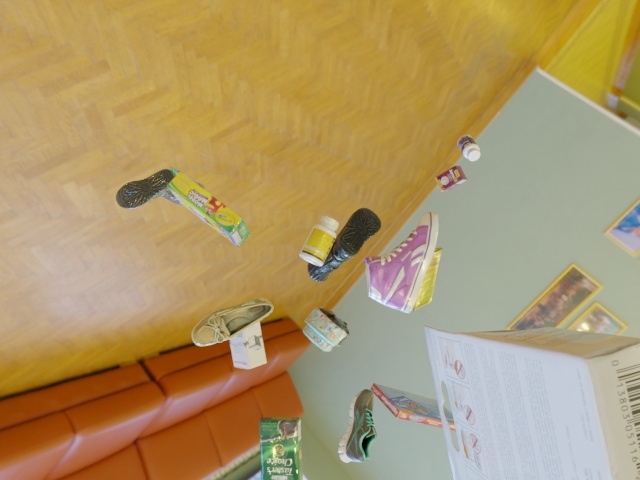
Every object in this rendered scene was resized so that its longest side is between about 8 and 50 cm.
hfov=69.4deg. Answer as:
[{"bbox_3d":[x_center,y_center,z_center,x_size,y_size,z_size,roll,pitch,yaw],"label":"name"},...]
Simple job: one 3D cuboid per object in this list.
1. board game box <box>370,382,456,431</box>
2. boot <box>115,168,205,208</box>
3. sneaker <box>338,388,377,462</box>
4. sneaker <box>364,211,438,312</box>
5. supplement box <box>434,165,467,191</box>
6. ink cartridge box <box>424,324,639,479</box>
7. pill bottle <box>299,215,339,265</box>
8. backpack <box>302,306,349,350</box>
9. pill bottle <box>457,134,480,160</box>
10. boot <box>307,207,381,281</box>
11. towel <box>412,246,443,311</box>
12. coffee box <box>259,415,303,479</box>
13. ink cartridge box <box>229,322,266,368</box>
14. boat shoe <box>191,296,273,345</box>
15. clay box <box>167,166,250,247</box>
[{"bbox_3d":[0.295,0.503,1.385,0.282,0.145,0.027,24,93,-29],"label":"board game box"},{"bbox_3d":[-0.445,-0.133,1.309,0.190,0.075,0.208,-20,179,3],"label":"boot"},{"bbox_3d":[0.102,0.423,1.052,0.065,0.076,0.166,37,59,-34],"label":"sneaker"},{"bbox_3d":[0.209,0.037,1.236,0.102,0.161,0.281,86,25,-82],"label":"sneaker"},{"bbox_3d":[0.429,-0.202,1.520,0.043,0.054,0.083,-8,161,-48],"label":"supplement box"},{"bbox_3d":[0.289,0.276,0.647,0.091,0.307,0.385,-10,177,-13],"label":"ink cartridge box"},{"bbox_3d":[0.000,0.000,1.146,0.116,0.065,0.065,-64,162,-11],"label":"pill bottle"},{"bbox_3d":[0.025,0.450,2.371,0.191,0.225,0.253,-48,164,-7],"label":"backpack"},{"bbox_3d":[0.608,-0.376,1.888,0.067,0.120,0.067,-3,131,-4],"label":"pill bottle"},{"bbox_3d":[0.096,0.015,1.989,0.348,0.131,0.260,-42,178,-45],"label":"boot"},{"bbox_3d":[0.365,0.136,1.592,0.102,0.021,0.237,-18,127,-28],"label":"towel"},{"bbox_3d":[-0.108,0.582,1.273,0.113,0.184,0.040,-2,176,9],"label":"coffee box"},{"bbox_3d":[-0.289,0.388,1.785,0.082,0.190,0.140,-10,177,-38],"label":"ink cartridge box"},{"bbox_3d":[-0.158,0.146,0.836,0.153,0.056,0.048,-20,-177,-16],"label":"boat shoe"},{"bbox_3d":[-0.277,-0.080,1.115,0.053,0.222,0.127,-53,170,-13],"label":"clay box"}]
